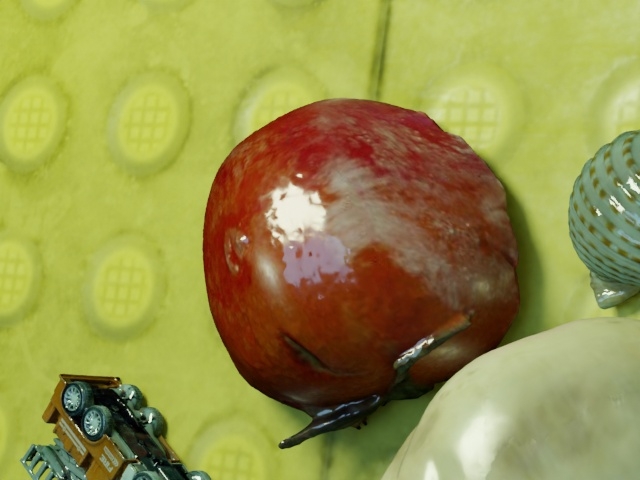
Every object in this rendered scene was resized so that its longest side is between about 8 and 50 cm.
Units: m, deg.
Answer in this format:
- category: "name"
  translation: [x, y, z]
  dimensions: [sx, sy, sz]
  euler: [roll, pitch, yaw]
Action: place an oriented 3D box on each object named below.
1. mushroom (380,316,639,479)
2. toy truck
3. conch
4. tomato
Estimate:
- category: "mushroom"
  translation: [0.196, 0.221, 1.023]
  dimensions: [0.325, 0.353, 0.353]
  euler: [6, 83, 14]
- category: "toy truck"
  translation: [-0.185, 0.211, 1.412]
  dimensions: [0.178, 0.080, 0.115]
  euler: [45, 111, 34]
- category: "conch"
  translation: [0.237, -0.027, 1.156]
  dimensions: [0.153, 0.102, 0.135]
  euler: [-34, 48, 26]
- category: "tomato"
  translation: [-0.002, 0.002, 1.270]
  dimensions: [0.309, 0.170, 0.309]
  euler: [-7, 77, 33]
